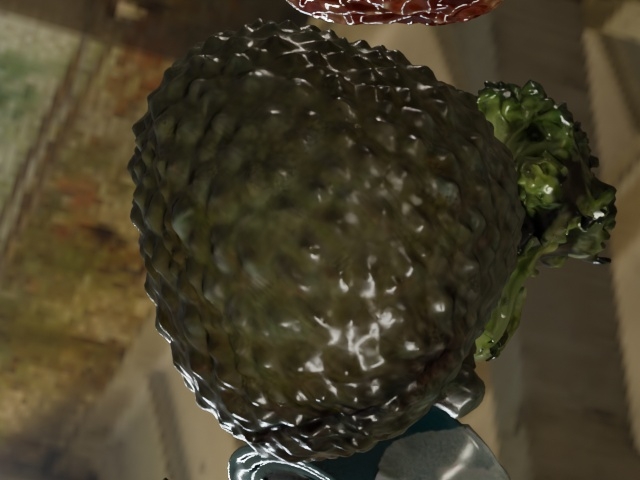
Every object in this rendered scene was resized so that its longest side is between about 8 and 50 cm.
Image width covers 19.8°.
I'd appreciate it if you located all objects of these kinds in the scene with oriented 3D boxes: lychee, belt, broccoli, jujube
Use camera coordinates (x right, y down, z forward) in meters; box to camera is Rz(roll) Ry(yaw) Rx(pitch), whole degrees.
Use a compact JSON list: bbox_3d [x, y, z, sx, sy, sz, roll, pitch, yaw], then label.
[{"bbox_3d":[0.000,0.000,1.102,0.255,0.274,0.255,-46,-176,4],"label":"lychee"},{"bbox_3d":[0.063,0.298,2.016,0.173,0.300,0.436,-40,-173,-17],"label":"belt"},{"bbox_3d":[0.154,-0.015,1.935,0.293,0.348,0.281,-37,-135,45],"label":"broccoli"},{"bbox_3d":[0.062,-0.265,1.619,0.155,0.230,0.155,8,90,-66],"label":"jujube"}]

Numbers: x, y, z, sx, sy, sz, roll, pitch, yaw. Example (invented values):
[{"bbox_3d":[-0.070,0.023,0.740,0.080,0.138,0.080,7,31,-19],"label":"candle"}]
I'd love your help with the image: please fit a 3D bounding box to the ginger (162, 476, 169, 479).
[{"bbox_3d":[-0.080,0.297,1.038,0.152,0.274,0.357,-25,-135,54],"label":"ginger"}]
